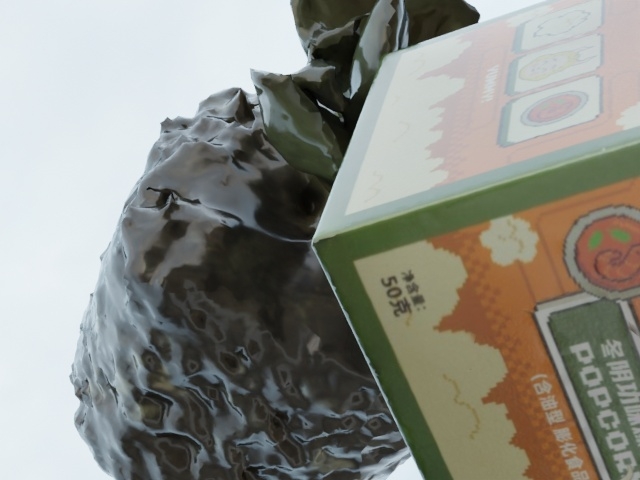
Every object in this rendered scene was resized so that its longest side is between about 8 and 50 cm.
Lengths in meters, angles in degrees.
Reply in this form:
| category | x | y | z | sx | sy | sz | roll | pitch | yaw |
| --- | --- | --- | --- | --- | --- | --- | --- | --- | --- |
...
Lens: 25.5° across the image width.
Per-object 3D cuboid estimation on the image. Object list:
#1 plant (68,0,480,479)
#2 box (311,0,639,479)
| category | x | y | z | sx | sy | sz | roll | pitch | yaw |
| --- | --- | --- | --- | --- | --- | --- | --- | --- | --- |
| plant | 0.000 | 0.000 | 0.770 | 0.312 | 0.213 | 0.215 | -58 | 9 | 33 |
| box | 0.112 | 0.020 | 0.553 | 0.177 | 0.148 | 0.195 | -70 | -40 | -61 |
